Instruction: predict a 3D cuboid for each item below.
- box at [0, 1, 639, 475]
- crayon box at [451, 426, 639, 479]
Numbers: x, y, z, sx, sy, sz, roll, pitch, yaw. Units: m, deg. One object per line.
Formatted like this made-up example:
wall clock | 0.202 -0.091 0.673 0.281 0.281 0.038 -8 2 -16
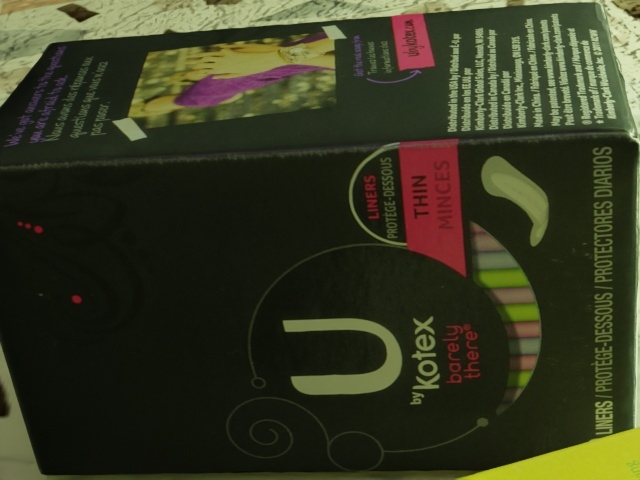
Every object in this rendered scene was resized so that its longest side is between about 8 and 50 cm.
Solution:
box | 0.000 0.000 0.564 0.270 0.165 0.143 -3 30 10
crayon box | 0.176 0.131 0.381 0.318 0.081 0.202 -13 30 -9
